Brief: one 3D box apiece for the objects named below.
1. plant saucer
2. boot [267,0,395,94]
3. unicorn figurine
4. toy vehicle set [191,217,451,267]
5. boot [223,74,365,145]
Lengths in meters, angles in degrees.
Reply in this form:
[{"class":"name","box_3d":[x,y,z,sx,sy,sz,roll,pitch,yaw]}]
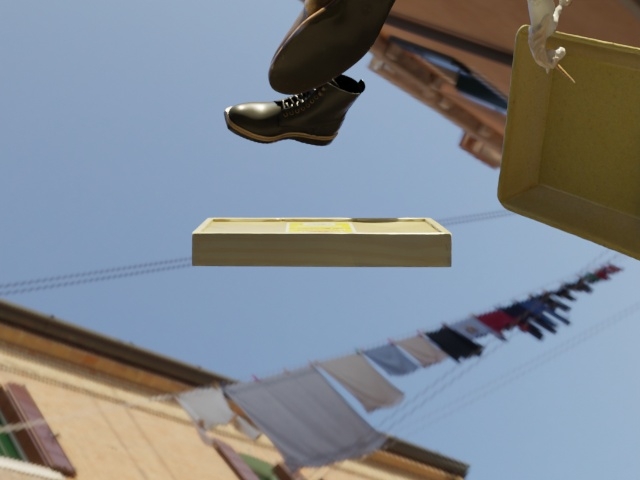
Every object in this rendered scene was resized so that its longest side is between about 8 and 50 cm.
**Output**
[{"class":"plant saucer","box_3d":[0.462,-0.172,1.618,0.081,0.332,0.333,-16,-61,-38]},{"class":"boot","box_3d":[0.027,-0.331,1.319,0.112,0.115,0.305,17,-56,-46]},{"class":"unicorn figurine","box_3d":[0.297,-0.299,1.269,0.111,0.060,0.162,-54,-55,-35]},{"class":"toy vehicle set","box_3d":[0.000,0.000,1.061,0.266,0.166,0.035,0,-83,0]},{"class":"boot","box_3d":[-0.040,-0.219,1.516,0.197,0.077,0.137,-2,-30,-30]}]
